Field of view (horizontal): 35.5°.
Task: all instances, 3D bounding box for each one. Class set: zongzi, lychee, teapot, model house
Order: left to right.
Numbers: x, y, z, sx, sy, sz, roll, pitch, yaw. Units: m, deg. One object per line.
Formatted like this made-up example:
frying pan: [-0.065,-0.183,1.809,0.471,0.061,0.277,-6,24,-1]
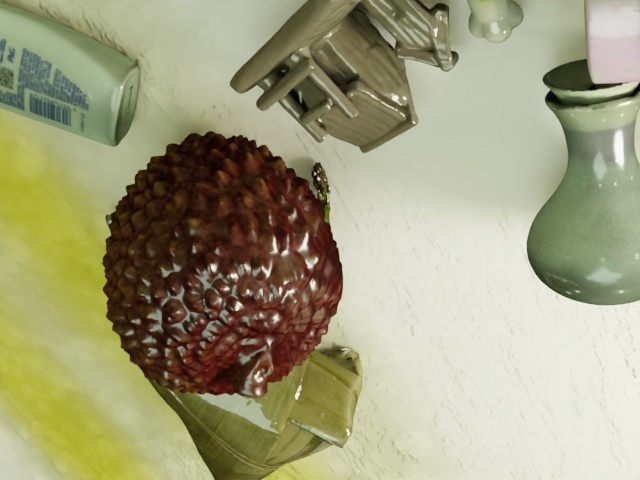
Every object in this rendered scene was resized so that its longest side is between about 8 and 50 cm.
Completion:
zongzi: [-0.206,0.204,1.472,0.447,0.181,0.418,35,132,-9]
lychee: [-0.120,0.035,1.204,0.306,0.330,0.306,-18,152,-10]
model house: [0.041,-0.192,1.080,0.188,0.122,0.229,41,128,-17]
teapot: [0.305,-0.063,1.074,0.183,0.183,0.251,-2,117,20]

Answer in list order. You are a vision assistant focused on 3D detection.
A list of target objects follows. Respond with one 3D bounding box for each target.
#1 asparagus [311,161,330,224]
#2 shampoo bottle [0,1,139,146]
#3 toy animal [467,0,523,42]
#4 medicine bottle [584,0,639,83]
asparagus: [0.000,0.000,1.324,0.024,0.025,0.248,46,147,39]
shampoo bottle: [-0.404,-0.233,1.231,0.359,0.078,0.134,20,129,3]
toy animal: [0.130,-0.325,0.898,0.181,0.180,0.363,-24,120,28]
medicine bottle: [0.376,-0.224,0.915,0.254,0.152,0.152,0,129,19]
